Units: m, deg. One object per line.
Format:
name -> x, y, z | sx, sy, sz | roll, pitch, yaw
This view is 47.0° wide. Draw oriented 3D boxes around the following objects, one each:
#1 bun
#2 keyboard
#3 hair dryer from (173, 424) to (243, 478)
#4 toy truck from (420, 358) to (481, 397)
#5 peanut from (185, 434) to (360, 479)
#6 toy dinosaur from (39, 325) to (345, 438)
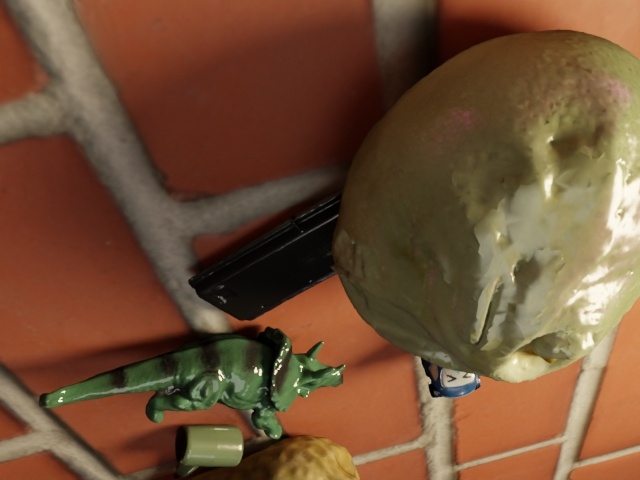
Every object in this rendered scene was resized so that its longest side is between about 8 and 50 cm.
bun -> 0.153, 0.000, 0.527 | 0.283, 0.179, 0.283 | -19, 140, -17
keyboard -> 0.000, 0.000, 0.624 | 0.230, 0.025, 0.093 | -29, 141, 16
hair dryer -> -0.153, 0.262, 0.889 | 0.071, 0.048, 0.150 | 11, 145, -27
toy truck -> 0.139, 0.121, 0.778 | 0.056, 0.073, 0.090 | -12, 142, -5
peanut -> -0.091, 0.337, 0.915 | 0.291, 0.159, 0.143 | -28, 114, -1
toy dinosaur -> -0.114, 0.144, 0.722 | 0.291, 0.079, 0.120 | -7, 135, -15
